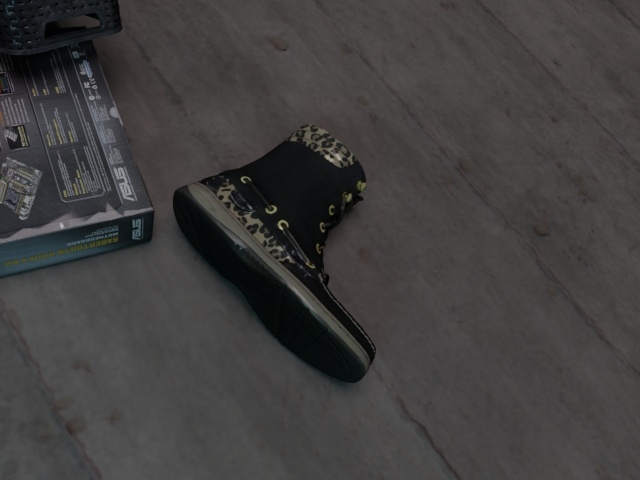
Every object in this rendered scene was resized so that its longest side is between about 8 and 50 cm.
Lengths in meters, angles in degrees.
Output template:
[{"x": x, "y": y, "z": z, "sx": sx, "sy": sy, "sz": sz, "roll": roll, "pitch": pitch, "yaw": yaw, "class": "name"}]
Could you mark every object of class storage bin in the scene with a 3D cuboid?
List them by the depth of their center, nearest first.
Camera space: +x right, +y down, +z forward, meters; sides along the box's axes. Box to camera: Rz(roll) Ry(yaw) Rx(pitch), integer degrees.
[{"x": -0.291, "y": -0.248, "z": 0.605, "sx": 0.180, "sy": 0.084, "sz": 0.122, "roll": 27, "pitch": 41, "yaw": 29, "class": "storage bin"}]

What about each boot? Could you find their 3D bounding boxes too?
[{"x": 0.000, "y": -0.002, "z": 0.604, "sx": 0.236, "sy": 0.085, "sz": 0.179, "roll": 44, "pitch": 55, "yaw": 11, "class": "boot"}]

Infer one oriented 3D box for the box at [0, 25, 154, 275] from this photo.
[{"x": -0.274, "y": -0.086, "z": 0.581, "sx": 0.183, "sy": 0.056, "sz": 0.231, "roll": -16, "pitch": 66, "yaw": -24, "class": "box"}]
